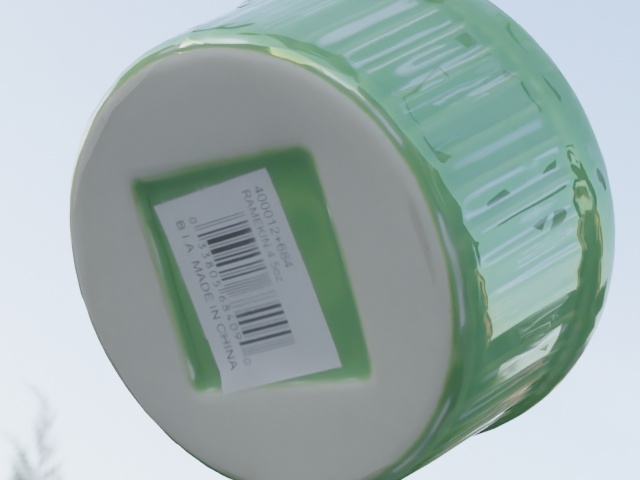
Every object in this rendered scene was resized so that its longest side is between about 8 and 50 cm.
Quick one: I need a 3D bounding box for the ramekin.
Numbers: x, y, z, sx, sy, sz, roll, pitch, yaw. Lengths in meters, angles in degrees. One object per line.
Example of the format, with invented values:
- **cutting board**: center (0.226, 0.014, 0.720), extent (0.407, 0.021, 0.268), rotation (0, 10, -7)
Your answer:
- **ramekin**: center (0.000, 0.000, 0.862), extent (0.303, 0.148, 0.304), rotation (13, -65, 31)
